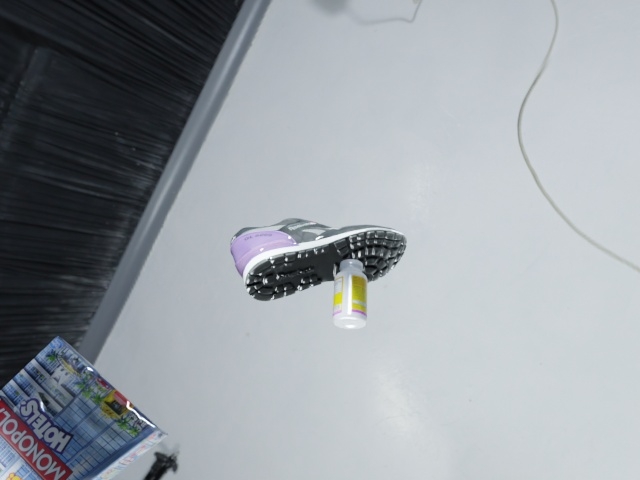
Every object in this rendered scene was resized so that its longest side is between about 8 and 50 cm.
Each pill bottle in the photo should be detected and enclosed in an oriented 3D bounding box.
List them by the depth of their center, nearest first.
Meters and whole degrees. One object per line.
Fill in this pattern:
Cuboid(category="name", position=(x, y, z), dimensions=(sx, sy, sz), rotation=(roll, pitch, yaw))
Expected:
Cuboid(category="pill bottle", position=(0.039, 0.067, 0.632), dimensions=(0.043, 0.043, 0.083), rotation=(-11, 56, 25))

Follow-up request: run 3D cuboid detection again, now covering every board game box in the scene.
Cuboid(category="board game box", position=(-0.316, 0.236, 0.562), dimensions=(0.194, 0.060, 0.194), rotation=(34, 65, 15))

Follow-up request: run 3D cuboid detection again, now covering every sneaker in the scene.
Cuboid(category="sneaker", position=(0.000, 0.000, 0.778), dimensions=(0.124, 0.283, 0.107), rotation=(54, 141, 44))
